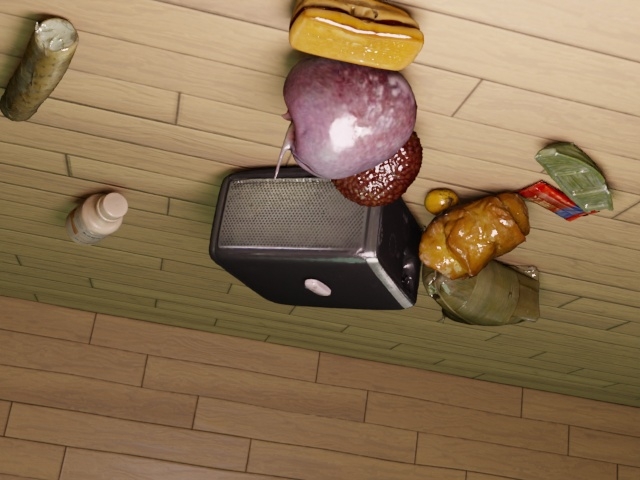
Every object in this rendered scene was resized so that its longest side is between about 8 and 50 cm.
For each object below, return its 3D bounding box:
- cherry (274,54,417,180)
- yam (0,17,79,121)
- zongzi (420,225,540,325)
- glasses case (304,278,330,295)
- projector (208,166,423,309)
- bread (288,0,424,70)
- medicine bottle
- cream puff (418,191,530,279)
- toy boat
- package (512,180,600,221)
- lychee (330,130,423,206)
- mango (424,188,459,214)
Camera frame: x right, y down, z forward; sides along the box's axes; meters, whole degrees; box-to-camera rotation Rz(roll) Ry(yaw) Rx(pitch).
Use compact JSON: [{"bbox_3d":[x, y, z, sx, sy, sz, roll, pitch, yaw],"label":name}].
[{"bbox_3d":[0.035,-0.209,1.335,0.266,0.183,0.213,-13,120,-9],"label":"cherry"},{"bbox_3d":[-0.526,-0.303,1.486,0.083,0.083,0.371,18,159,-26],"label":"yam"},{"bbox_3d":[0.334,0.127,2.221,0.447,0.181,0.418,22,157,-29],"label":"zongzi"},{"bbox_3d":[-0.006,0.105,1.786,0.032,0.021,0.083,0,158,29],"label":"glasses case"},{"bbox_3d":[0.000,0.000,1.886,0.405,0.242,0.395,0,160,22],"label":"projector"},{"bbox_3d":[0.054,-0.318,1.213,0.200,0.077,0.116,10,159,-10],"label":"bread"},{"bbox_3d":[-0.584,-0.064,2.119,0.114,0.114,0.252,20,157,-30],"label":"medicine bottle"},{"bbox_3d":[0.334,-0.012,1.758,0.269,0.155,0.241,-31,173,-15],"label":"cream puff"},{"bbox_3d":[0.506,-0.132,1.590,0.093,0.055,0.293,-7,157,37],"label":"toy boat"},{"bbox_3d":[0.519,-0.085,1.765,0.200,0.022,0.083,21,157,-31],"label":"package"},{"bbox_3d":[0.100,-0.154,1.505,0.194,0.194,0.194,7,161,2],"label":"lychee"},{"bbox_3d":[0.273,-0.082,1.819,0.079,0.057,0.114,-2,165,0],"label":"mango"}]
